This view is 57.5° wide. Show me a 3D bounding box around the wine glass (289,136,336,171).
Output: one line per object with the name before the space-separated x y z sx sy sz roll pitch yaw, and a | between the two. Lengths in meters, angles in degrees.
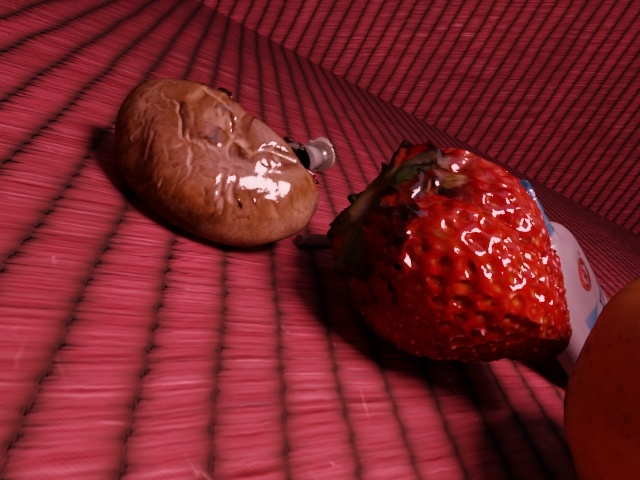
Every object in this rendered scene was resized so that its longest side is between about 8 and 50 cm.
wine glass | -0.027 -0.150 1.067 0.072 0.072 0.155 34 21 9

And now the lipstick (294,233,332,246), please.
lipstick | 0.000 0.000 0.828 0.019 0.019 0.094 43 25 30

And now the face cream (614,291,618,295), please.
face cream | 0.551 0.160 0.843 0.218 0.180 0.218 42 39 -47

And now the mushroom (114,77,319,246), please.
mushroom | -0.150 -0.081 0.698 0.286 0.156 0.151 32 49 8

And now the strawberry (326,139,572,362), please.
strawberry | 0.158 0.036 0.680 0.288 0.238 0.250 33 50 -13

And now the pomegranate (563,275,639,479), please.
pomegranate | 0.400 0.164 0.501 0.410 0.410 0.410 26 21 -11

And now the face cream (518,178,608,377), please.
face cream | 0.333 0.062 0.817 0.336 0.080 0.163 54 41 -22
